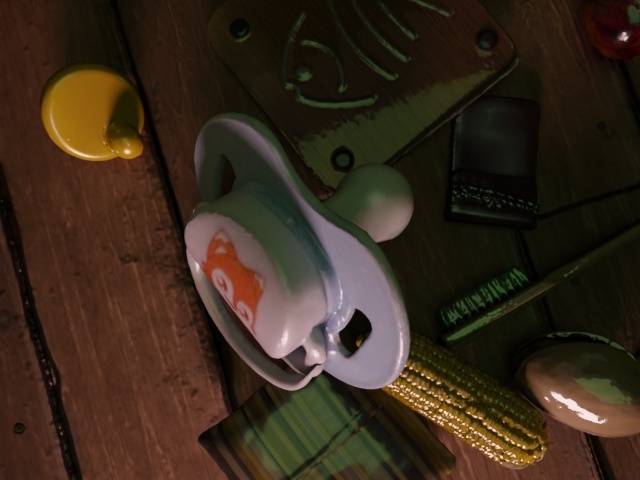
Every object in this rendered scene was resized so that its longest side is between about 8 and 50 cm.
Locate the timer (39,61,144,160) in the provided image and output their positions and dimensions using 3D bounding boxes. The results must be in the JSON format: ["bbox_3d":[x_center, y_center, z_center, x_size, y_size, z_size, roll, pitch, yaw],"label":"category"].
[{"bbox_3d":[-0.245,-0.137,0.554,0.107,0.109,0.107,-15,120,-28],"label":"timer"}]

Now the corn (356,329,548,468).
[{"bbox_3d":[0.143,0.164,0.542,0.238,0.080,0.080,35,85,-6],"label":"corn"}]

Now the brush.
[{"bbox_3d":[0.251,0.040,0.577,0.282,0.054,0.048,-28,67,-4],"label":"brush"}]

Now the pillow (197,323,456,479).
[{"bbox_3d":[0.008,0.231,0.554,0.212,0.052,0.208,-39,86,-7],"label":"pillow"}]

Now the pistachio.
[{"bbox_3d":[0.283,0.153,0.546,0.149,0.113,0.113,15,85,18],"label":"pistachio"}]

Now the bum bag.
[{"bbox_3d":[0.206,-0.095,0.599,0.109,0.026,0.160,5,85,0],"label":"bum bag"}]

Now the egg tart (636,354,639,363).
[{"bbox_3d":[0.408,0.176,0.569,0.128,0.049,0.129,0,85,-3],"label":"egg tart"}]

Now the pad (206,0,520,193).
[{"bbox_3d":[0.045,-0.236,0.605,0.284,0.018,0.287,-38,84,0],"label":"pad"}]

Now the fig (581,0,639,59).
[{"bbox_3d":[0.340,-0.274,0.598,0.088,0.089,0.125,-37,61,-4],"label":"fig"}]

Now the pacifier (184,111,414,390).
[{"bbox_3d":[0.000,0.000,0.515,0.233,0.244,0.299,-32,71,-27],"label":"pacifier"}]
